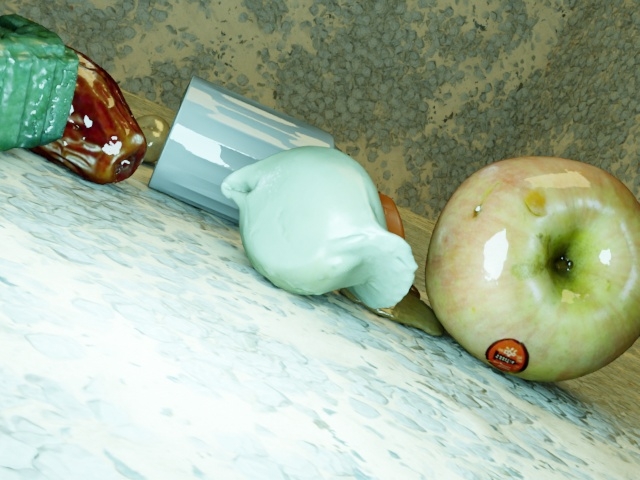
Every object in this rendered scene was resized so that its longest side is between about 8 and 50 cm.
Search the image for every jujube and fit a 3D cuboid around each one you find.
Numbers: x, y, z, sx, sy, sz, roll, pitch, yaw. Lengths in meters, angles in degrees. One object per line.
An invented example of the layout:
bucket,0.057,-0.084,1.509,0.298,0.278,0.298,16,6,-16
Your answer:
jujube,-0.426,-0.218,1.445,0.290,0.197,0.197,42,12,12

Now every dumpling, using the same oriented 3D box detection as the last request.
dumpling,-0.021,-0.011,1.304,0.211,0.270,0.321,-7,47,-21

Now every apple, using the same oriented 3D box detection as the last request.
apple,0.368,0.047,1.423,0.391,0.391,0.346,24,-6,-6

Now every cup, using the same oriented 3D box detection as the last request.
cup,-0.156,-0.138,1.679,0.326,0.237,0.323,22,-22,-14

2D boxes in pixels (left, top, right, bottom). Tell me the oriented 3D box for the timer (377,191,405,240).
timer,0.062,-0.024,1.929,0.257,0.161,0.250,22,23,-19

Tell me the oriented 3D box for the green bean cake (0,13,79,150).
green bean cake,-0.548,-0.258,1.216,0.307,0.169,0.300,27,21,16

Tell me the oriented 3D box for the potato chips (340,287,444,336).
potato chips,0.132,0.107,1.471,0.201,0.049,0.150,31,13,3

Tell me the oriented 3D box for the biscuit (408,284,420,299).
biscuit,0.105,0.070,1.661,0.212,0.036,0.212,25,7,-3

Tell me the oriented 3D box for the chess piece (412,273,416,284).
chess piece,0.200,0.081,1.899,0.035,0.035,0.092,24,11,-7

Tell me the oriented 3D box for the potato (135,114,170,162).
potato,-0.386,-0.228,1.899,0.112,0.112,0.147,21,15,-22
